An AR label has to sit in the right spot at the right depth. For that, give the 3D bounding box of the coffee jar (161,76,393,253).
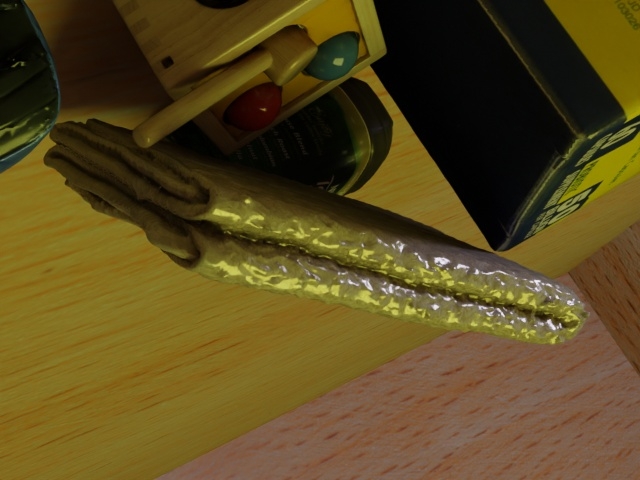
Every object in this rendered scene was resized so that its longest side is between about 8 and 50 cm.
[{"bbox_3d":[-0.037,-0.056,0.702,0.184,0.079,0.096,-22,163,-35],"label":"coffee jar"}]

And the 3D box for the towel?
[{"bbox_3d":[0.000,0.000,0.555,0.282,0.187,0.049,15,98,-38],"label":"towel"}]

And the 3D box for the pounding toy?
[{"bbox_3d":[-0.038,-0.102,0.500,0.130,0.100,0.141,-32,165,2],"label":"pounding toy"}]

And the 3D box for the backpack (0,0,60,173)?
[{"bbox_3d":[-0.168,-0.061,0.387,0.120,0.098,0.101,-29,-165,-12],"label":"backpack"}]

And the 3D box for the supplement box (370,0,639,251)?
[{"bbox_3d":[0.217,-0.179,0.584,0.356,0.195,0.194,-30,166,-9],"label":"supplement box"}]
